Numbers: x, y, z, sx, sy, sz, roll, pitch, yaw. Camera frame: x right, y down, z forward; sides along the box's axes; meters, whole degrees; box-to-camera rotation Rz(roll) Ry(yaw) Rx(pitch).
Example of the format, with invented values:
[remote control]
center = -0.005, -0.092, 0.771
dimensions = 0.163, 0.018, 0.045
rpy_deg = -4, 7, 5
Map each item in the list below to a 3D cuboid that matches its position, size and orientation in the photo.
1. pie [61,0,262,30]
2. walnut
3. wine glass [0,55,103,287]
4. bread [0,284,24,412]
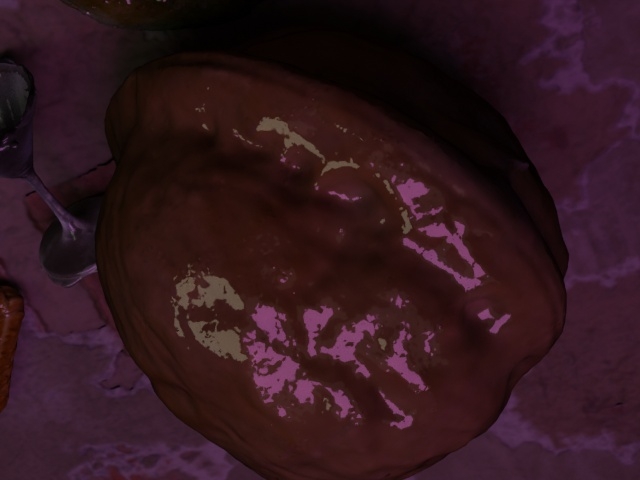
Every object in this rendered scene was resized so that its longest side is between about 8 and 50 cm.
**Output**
[pie]
center = -0.109, -0.276, 1.493
dimensions = 0.323, 0.070, 0.323
rpy_deg = -4, 132, -5
[walnut]
center = 0.007, 0.014, 1.571
dimensions = 0.383, 0.383, 0.383
rpy_deg = -4, 131, -5
[wine glass]
center = -0.242, -0.051, 1.643
dimensions = 0.122, 0.122, 0.183
rpy_deg = -23, 135, 12
[bread]
center = -0.303, 0.104, 1.805
dimensions = 0.052, 0.044, 0.157
rpy_deg = 2, 131, -18
